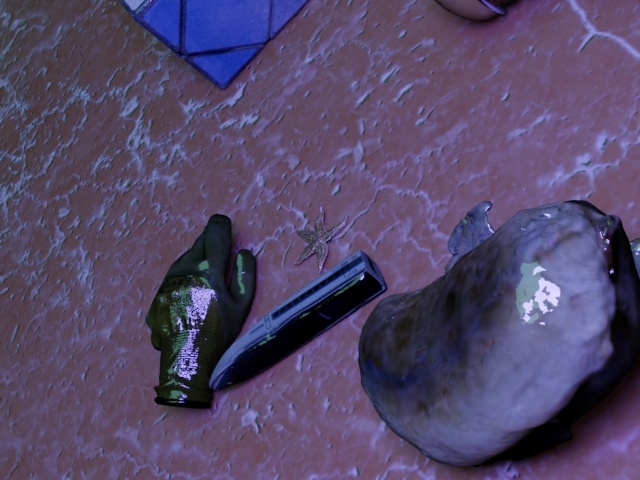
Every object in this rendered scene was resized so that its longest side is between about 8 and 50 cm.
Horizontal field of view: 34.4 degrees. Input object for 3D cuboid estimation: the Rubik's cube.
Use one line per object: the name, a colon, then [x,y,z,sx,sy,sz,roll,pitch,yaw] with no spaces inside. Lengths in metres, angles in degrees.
Rubik's cube: [-0.177,-0.387,1.525,0.205,0.205,0.207,-46,48,7]

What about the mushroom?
mushroom: [0.144,0.089,0.982,0.344,0.130,0.247,-26,70,51]

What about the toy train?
toy train: [-0.039,0.100,1.244,0.252,0.055,0.048,-34,50,14]

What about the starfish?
starfish: [0.000,0.000,1.305,0.092,0.016,0.086,-36,51,13]

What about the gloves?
gloves: [-0.155,0.085,1.321,0.135,0.107,0.268,4,63,6]

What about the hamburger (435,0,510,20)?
hamburger: [0.188,-0.344,1.258,0.137,0.175,0.175,-47,45,25]

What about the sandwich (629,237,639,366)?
sandwich: [0.397,0.026,0.930,0.249,0.095,0.273,34,88,43]
